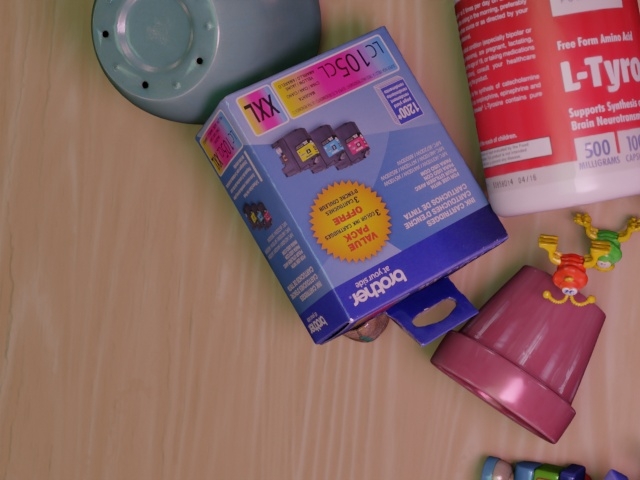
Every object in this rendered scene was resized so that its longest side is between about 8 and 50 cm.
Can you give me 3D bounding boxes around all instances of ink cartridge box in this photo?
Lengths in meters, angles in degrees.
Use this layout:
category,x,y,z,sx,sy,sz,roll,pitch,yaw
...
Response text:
category,x,y,z,sx,sy,sz,roll,pitch,yaw
ink cartridge box,0.057,-0.046,1.720,0.270,0.151,0.395,-28,85,-23

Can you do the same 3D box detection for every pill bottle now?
category,x,y,z,sx,sy,sz,roll,pitch,yaw
pill bottle,0.296,-0.246,1.657,0.229,0.229,0.407,-10,91,17

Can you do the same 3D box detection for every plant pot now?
category,x,y,z,sx,sy,sz,roll,pitch,yaw
plant pot,-0.173,-0.291,1.768,0.293,0.235,0.293,4,102,18
plant pot,0.274,0.140,1.717,0.201,0.201,0.180,33,86,12

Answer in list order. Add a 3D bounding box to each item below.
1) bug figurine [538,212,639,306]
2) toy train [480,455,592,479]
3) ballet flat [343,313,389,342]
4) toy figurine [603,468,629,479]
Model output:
category,x,y,z,sx,sy,sz,roll,pitch,yaw
bug figurine,0.418,0.034,1.648,0.279,0.216,0.072,8,111,15
toy train,0.281,0.420,1.776,0.143,0.105,0.248,9,96,26
ballet flat,0.000,0.000,1.823,0.107,0.106,0.316,-34,84,17
toy figurine,0.420,0.360,1.627,0.217,0.191,0.362,26,111,-9
